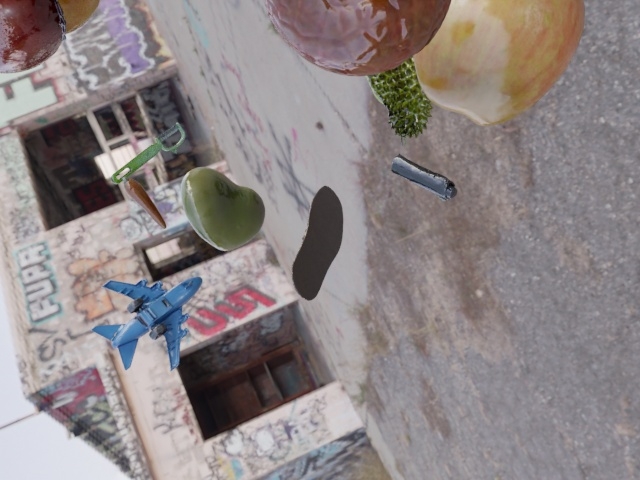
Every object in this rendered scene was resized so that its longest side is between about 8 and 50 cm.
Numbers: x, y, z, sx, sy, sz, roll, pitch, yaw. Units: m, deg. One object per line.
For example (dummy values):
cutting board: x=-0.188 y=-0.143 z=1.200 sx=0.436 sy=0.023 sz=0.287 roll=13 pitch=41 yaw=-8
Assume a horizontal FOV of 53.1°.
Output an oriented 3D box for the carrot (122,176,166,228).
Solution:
carrot: x=-0.375 y=-0.081 z=1.370 sx=0.142 sy=0.035 sz=0.035 roll=54 pitch=179 yaw=-27

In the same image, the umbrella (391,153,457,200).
umbrella: x=0.169 y=-0.105 z=1.056 sx=0.133 sy=0.031 sz=0.036 roll=33 pitch=160 yaw=36

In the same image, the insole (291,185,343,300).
insole: x=0.000 y=0.000 z=1.260 sx=0.111 sy=0.007 sz=0.328 roll=51 pitch=-147 yaw=-23

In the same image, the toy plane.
toy plane: x=-0.381 y=0.167 z=1.491 sx=0.254 sy=0.271 sz=0.105 roll=49 pitch=159 yaw=2

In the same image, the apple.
apple: x=0.331 y=-0.405 z=1.251 sx=0.314 sy=0.309 sz=0.252 roll=22 pitch=164 yaw=-1

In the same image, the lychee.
lychee: x=0.039 y=-0.325 z=0.771 sx=0.300 sy=0.255 sz=0.255 roll=-88 pitch=-22 yaw=-69

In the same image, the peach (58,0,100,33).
peach: x=-0.688 y=-0.655 z=1.561 sx=0.307 sy=0.332 sz=0.308 roll=37 pitch=-148 yaw=-28

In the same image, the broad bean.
broad bean: x=-0.237 y=-0.069 z=1.488 sx=0.263 sy=0.121 sz=0.189 roll=22 pitch=-122 yaw=-56

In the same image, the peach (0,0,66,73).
peach: x=-0.666 y=-0.464 z=1.284 sx=0.258 sy=0.201 sz=0.361 roll=59 pitch=154 yaw=-7

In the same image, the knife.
knife: x=-0.374 y=-0.183 z=1.411 sx=0.015 sy=0.212 sz=0.054 roll=-1 pitch=127 yaw=48

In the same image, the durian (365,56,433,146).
durian: x=0.216 y=-0.461 z=1.857 sx=0.352 sy=0.158 sz=0.169 roll=64 pitch=-179 yaw=17
